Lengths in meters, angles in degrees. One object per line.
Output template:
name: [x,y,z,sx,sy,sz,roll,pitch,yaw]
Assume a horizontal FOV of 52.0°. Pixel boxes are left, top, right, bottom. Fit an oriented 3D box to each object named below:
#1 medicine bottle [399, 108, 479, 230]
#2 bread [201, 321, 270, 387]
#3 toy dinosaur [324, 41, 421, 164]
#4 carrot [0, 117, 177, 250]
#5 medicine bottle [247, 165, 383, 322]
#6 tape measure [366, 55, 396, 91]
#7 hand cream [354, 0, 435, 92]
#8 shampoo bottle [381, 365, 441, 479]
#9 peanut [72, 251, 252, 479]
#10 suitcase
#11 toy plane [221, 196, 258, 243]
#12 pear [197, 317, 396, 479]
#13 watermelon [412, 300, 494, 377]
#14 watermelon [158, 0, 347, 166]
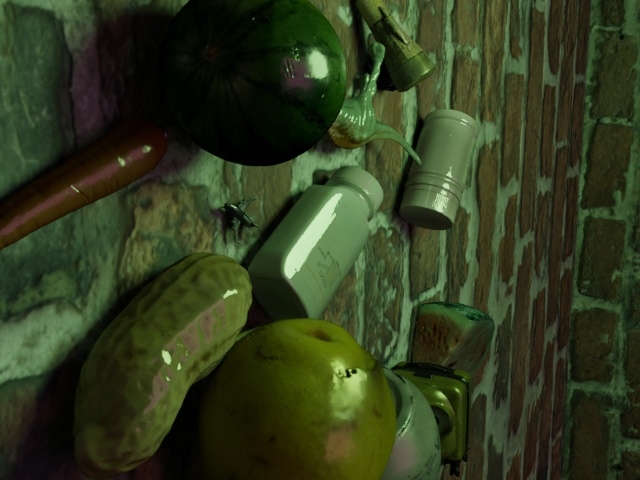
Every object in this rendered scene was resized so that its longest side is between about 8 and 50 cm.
medicine bottle: [0.269,-0.160,1.480,0.133,0.133,0.249,42,59,-50]
bread: [-0.128,0.181,1.038,0.154,0.028,0.068,-20,116,-52]
toy dinosaur: [0.079,-0.241,1.223,0.393,0.092,0.205,43,58,-51]
carrot: [-0.288,-0.060,0.744,0.336,0.069,0.069,-42,128,-37]
medicine bottle: [0.000,0.000,1.131,0.296,0.111,0.161,-55,138,-33]
tape measure: [0.138,-0.344,1.325,0.094,0.054,0.091,-32,122,-42]
hand cream: [0.135,-0.386,1.246,0.084,0.084,0.203,-38,97,-47]
shampoo bottle: [0.076,0.378,1.158,0.273,0.273,0.266,-49,137,-40]
peanut: [-0.201,0.147,0.832,0.325,0.140,0.153,-60,156,-28]
suitcase: [0.234,0.395,1.463,0.143,0.194,0.234,-26,117,-62]
toy plane: [-0.125,-0.037,1.006,0.083,0.031,0.078,40,62,-51]
pear: [-0.043,0.277,0.927,0.285,0.285,0.336,-25,144,-52]
watermelon: [0.316,0.264,1.660,0.226,0.148,0.318,-43,146,-21]
watermelon: [-0.085,-0.212,0.848,0.242,0.243,0.242,-14,106,-55]
